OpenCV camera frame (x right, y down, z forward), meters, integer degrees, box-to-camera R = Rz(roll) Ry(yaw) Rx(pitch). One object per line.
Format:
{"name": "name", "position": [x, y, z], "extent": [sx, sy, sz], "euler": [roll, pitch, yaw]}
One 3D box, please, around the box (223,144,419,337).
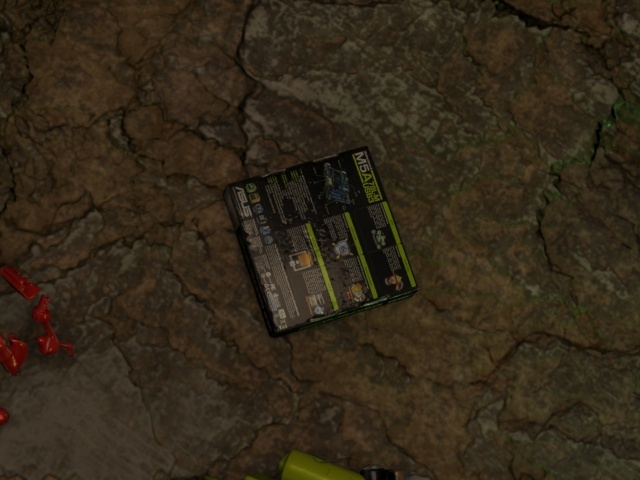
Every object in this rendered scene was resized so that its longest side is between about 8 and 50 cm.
{"name": "box", "position": [0.000, 0.000, 1.623], "extent": [0.184, 0.045, 0.190], "euler": [-17, 79, -16]}

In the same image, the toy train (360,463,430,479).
{"name": "toy train", "position": [0.087, 0.342, 1.535], "extent": [0.105, 0.080, 0.184], "euler": [-1, 80, -15]}

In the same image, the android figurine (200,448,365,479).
{"name": "android figurine", "position": [-0.024, 0.358, 1.474], "extent": [0.273, 0.056, 0.248], "euler": [18, 91, 13]}

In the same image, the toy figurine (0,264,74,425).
{"name": "toy figurine", "position": [-0.477, 0.140, 1.481], "extent": [0.362, 0.191, 0.217], "euler": [-46, 57, -10]}
